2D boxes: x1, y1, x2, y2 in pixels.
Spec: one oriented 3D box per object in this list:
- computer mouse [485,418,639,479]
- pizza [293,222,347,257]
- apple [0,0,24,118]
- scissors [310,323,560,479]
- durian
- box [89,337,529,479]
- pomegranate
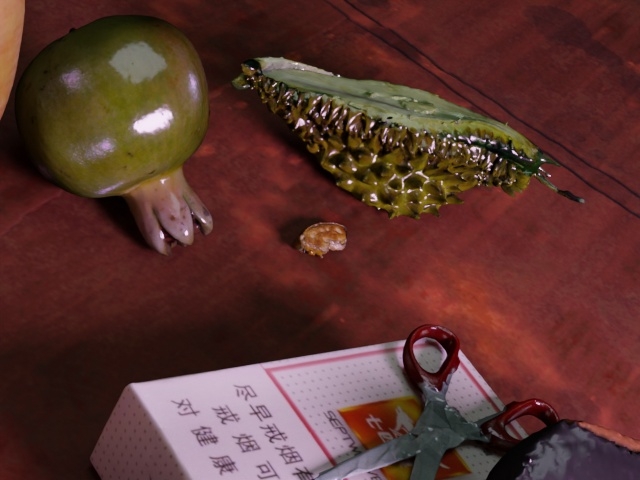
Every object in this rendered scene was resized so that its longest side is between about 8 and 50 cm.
[{"bbox_3d":[0.243,0.239,1.271,0.323,0.183,0.116,17,-12,-40],"label":"computer mouse"},{"bbox_3d":[0.000,0.000,1.599,0.037,0.016,0.083,39,31,19],"label":"pizza"},{"bbox_3d":[-0.411,-0.169,1.216,0.346,0.391,0.391,26,27,36],"label":"apple"},{"bbox_3d":[0.084,0.151,1.286,0.144,0.017,0.248,37,35,13],"label":"scissors"},{"bbox_3d":[0.082,-0.094,1.699,0.375,0.106,0.132,18,32,-13],"label":"durian"},{"bbox_3d":[0.021,0.189,1.285,0.330,0.095,0.210,-7,48,-40],"label":"box"},{"bbox_3d":[-0.172,-0.097,1.474,0.179,0.179,0.210,-4,57,-39],"label":"pomegranate"}]
